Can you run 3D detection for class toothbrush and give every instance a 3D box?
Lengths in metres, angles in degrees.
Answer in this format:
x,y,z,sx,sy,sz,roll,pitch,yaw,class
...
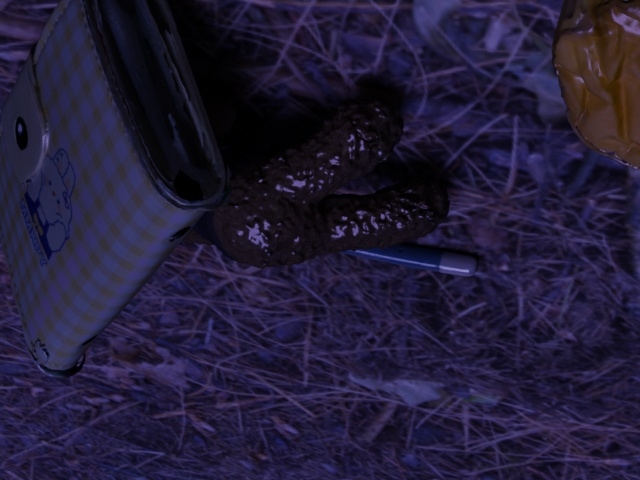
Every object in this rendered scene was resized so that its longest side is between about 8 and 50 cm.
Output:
x,y,z,sx,sy,sz,roll,pitch,yaw,class
0.000,0.000,1.306,0.275,0.019,0.025,11,146,15,toothbrush

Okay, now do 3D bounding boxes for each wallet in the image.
x,y,z,sx,sy,sz,roll,pitch,yaw,class
-0.187,-0.049,1.211,0.309,0.077,0.223,-43,66,50,wallet

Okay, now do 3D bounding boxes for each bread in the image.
x,y,z,sx,sy,sz,roll,pitch,yaw,class
0.270,-0.123,0.935,0.250,0.133,0.179,9,144,21,bread

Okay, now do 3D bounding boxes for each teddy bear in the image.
x,y,z,sx,sy,sz,roll,pitch,yaw,class
-0.040,-0.035,1.195,0.251,0.129,0.182,-4,129,30,teddy bear
